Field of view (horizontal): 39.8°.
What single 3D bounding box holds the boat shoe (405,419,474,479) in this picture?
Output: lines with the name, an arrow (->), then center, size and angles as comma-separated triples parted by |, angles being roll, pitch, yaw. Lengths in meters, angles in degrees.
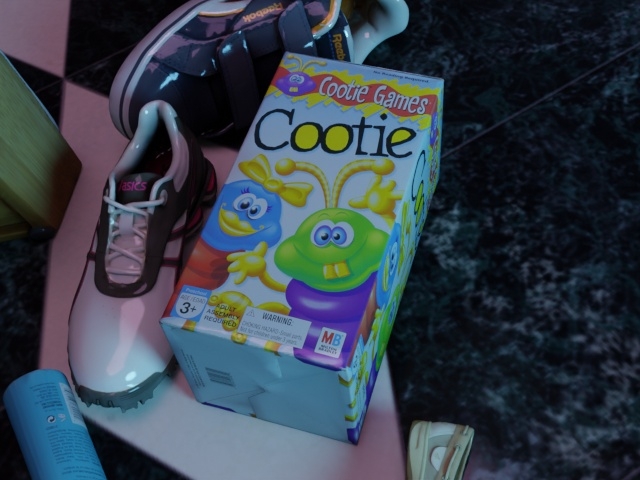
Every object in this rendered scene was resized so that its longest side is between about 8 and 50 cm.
boat shoe -> 0.084, 0.201, 0.635 | 0.048, 0.056, 0.153 | 0, 48, 12

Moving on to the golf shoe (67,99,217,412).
golf shoe -> -0.163, 0.007, 0.757 | 0.105, 0.120, 0.272 | 3, 57, 6

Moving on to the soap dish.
soap dish -> -0.381, -0.062, 0.772 | 0.291, 0.229, 0.118 | -12, 72, -1

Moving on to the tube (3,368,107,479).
tube -> -0.184, 0.190, 0.665 | 0.052, 0.080, 0.207 | -46, 53, 14

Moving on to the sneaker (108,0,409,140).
sneaker -> -0.050, -0.186, 0.871 | 0.321, 0.126, 0.127 | -39, 55, -21

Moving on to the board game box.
board game box -> 0.000, 0.000, 0.727 | 0.142, 0.144, 0.275 | 12, 59, 13
